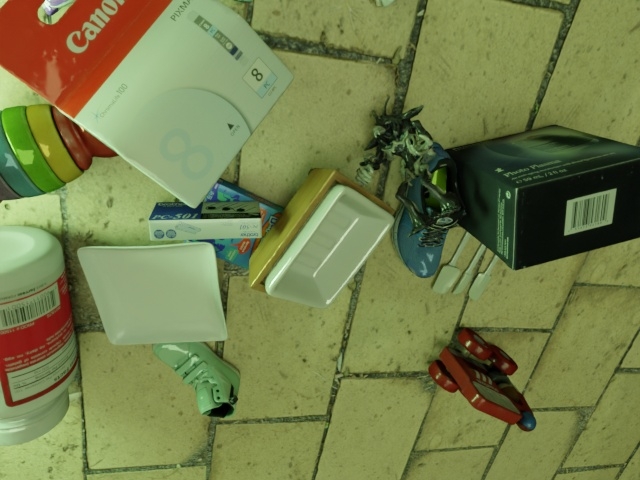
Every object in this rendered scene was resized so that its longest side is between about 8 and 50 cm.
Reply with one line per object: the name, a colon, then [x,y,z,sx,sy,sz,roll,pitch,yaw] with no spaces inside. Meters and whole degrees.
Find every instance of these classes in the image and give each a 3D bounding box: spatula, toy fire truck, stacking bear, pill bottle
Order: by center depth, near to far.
stacking bear: [-0.475,-0.170,0.774,0.288,0.176,0.164,-22,163,-13]
pill bottle: [-0.619,0.195,0.878,0.228,0.229,0.408,1,116,-14]
spatula: [0.409,0.047,1.164,0.168,0.019,0.242,16,112,-19]
toy fire truck: [0.464,0.407,1.222,0.302,0.254,0.169,31,106,-24]

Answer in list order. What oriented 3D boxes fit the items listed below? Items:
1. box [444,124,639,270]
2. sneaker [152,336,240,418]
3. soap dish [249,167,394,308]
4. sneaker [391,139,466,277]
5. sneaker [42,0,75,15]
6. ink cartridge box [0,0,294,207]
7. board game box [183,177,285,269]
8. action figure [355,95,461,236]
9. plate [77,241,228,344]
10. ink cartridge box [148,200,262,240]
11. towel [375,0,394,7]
box: [0.459,-0.111,0.940,0.296,0.294,0.183,-14,116,-6]
sneaker: [-0.295,0.330,1.065,0.256,0.151,0.094,39,104,-25]
soap dish: [0.000,0.000,0.949,0.229,0.118,0.291,24,107,-47]
sneaker: [0.244,-0.051,1.004,0.129,0.147,0.330,-9,118,-9]
sneaker: [-0.478,-0.434,0.673,0.281,0.102,0.161,-3,120,-12]
ink cartridge box: [-0.270,-0.287,0.720,0.385,0.091,0.308,40,82,-35]
board game box: [-0.169,-0.025,0.976,0.210,0.047,0.160,23,108,-23]
action figure: [0.163,-0.156,0.874,0.164,0.141,0.276,-32,83,36]
plate: [-0.356,0.115,0.981,0.277,0.045,0.277,-2,123,-3]
ink cartridge box: [-0.222,-0.041,0.874,0.207,0.097,0.046,-2,115,-10]
towel: [0.177,-0.631,0.753,0.331,0.053,0.317,-31,118,2]
